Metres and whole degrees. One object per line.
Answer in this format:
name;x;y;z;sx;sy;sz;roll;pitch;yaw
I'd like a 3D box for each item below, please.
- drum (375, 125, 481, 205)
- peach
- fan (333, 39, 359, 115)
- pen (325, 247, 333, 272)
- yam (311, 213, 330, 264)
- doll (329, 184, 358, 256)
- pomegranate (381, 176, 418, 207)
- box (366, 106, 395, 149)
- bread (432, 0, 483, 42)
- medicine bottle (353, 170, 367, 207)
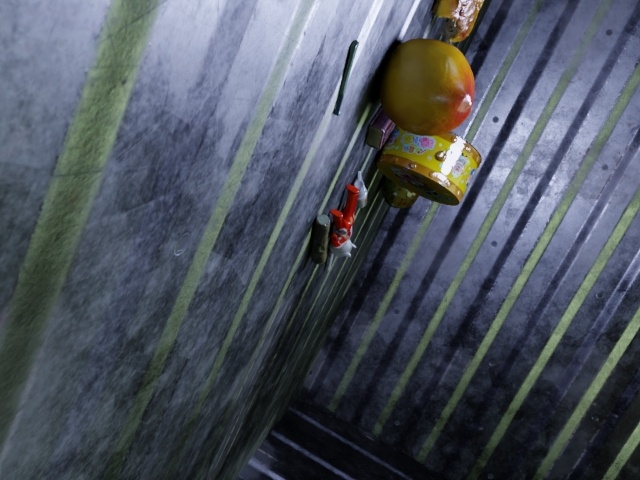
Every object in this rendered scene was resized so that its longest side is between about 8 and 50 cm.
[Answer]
drum;0.466;-0.336;2.260;0.214;0.430;0.431;-63;170;-3
peach;0.333;-0.458;1.605;0.289;0.308;0.289;-41;164;-15
fan;0.063;-0.387;1.250;0.038;0.016;0.193;-55;167;-46
pen;0.040;0.091;2.315;0.026;0.026;0.218;-57;168;-29
yam;0.000;0.000;1.796;0.061;0.061;0.274;-58;167;-27
doll;0.090;-0.051;2.041;0.188;0.099;0.384;-56;161;-28
pomegranate;0.431;-0.278;2.822;0.231;0.230;0.286;-61;180;-12
box;0.243;-0.442;1.859;0.224;0.069;0.120;-56;168;-26
bread;0.500;-0.874;1.789;0.185;0.109;0.381;-13;141;-28
medicine bottle;0.159;-0.204;2.090;0.221;0.061;0.092;69;25;-76
